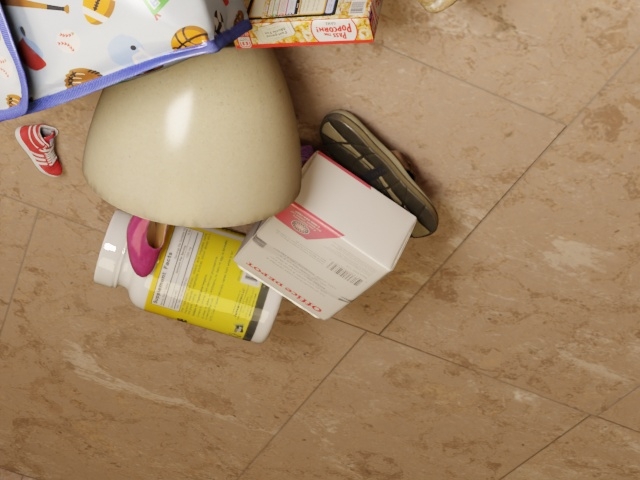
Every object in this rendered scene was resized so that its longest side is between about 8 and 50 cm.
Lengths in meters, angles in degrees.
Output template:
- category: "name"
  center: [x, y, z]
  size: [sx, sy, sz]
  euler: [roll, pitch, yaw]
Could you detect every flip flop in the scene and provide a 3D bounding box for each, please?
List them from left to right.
- category: "flip flop"
  center: [0.105, -0.114, 1.816]
  size: [0.112, 0.080, 0.277]
  euler: [-22, 116, 45]

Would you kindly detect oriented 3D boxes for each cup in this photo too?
- category: "cup"
  center: [-0.177, -0.201, 1.618]
  size: [0.331, 0.331, 0.237]
  euler: [11, 121, 2]

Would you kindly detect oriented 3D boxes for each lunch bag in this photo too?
- category: "lunch bag"
  center: [-0.329, -0.338, 1.374]
  size: [0.385, 0.239, 0.328]
  euler: [-14, 104, 16]

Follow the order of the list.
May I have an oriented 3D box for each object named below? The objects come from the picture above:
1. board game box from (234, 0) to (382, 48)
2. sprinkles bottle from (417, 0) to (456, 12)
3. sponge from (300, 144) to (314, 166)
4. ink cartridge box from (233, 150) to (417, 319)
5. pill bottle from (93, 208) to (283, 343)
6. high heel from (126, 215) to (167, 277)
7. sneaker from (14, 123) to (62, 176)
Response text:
- category: "board game box"
  center: [-0.014, -0.329, 1.504]
  size: [0.193, 0.147, 0.045]
  euler: [1, 141, 16]
- category: "sprinkles bottle"
  center: [0.040, -0.426, 1.382]
  size: [0.355, 0.121, 0.121]
  euler: [31, 139, -23]
- category: "sponge"
  center: [-0.119, -0.106, 1.820]
  size: [0.210, 0.031, 0.117]
  euler: [-11, 160, -33]
- category: "ink cartridge box"
  center: [0.000, 0.000, 1.861]
  size: [0.207, 0.117, 0.283]
  euler: [33, 150, -8]
- category: "pill bottle"
  center: [-0.235, 0.058, 2.037]
  size: [0.334, 0.188, 0.188]
  euler: [17, 143, -6]
- category: "high heel"
  center: [-0.253, -0.040, 1.868]
  size: [0.117, 0.082, 0.244]
  euler: [17, 106, 19]
- category: "sneaker"
  center: [-0.477, -0.158, 1.946]
  size: [0.067, 0.042, 0.118]
  euler: [-8, 136, 30]
